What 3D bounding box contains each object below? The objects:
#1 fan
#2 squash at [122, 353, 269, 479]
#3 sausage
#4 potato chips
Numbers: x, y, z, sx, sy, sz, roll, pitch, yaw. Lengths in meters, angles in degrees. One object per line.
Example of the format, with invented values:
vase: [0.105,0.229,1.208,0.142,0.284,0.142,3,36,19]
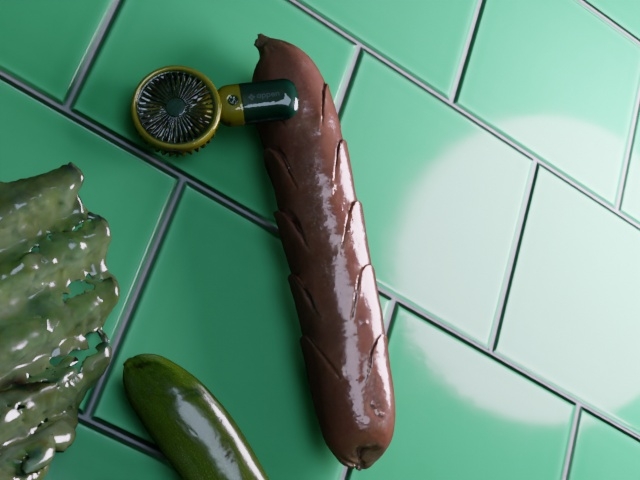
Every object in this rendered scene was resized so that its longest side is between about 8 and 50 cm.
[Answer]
fan: [-0.096,-0.120,1.138,0.155,0.039,0.082,-7,76,-6]
squash: [-0.083,0.202,1.048,0.069,0.069,0.258,-33,92,-36]
sausage: [0.002,-0.001,1.165,0.087,0.088,0.433,-4,75,-33]
potato chips: [-0.322,0.043,0.907,0.373,0.097,0.389,39,38,-15]
